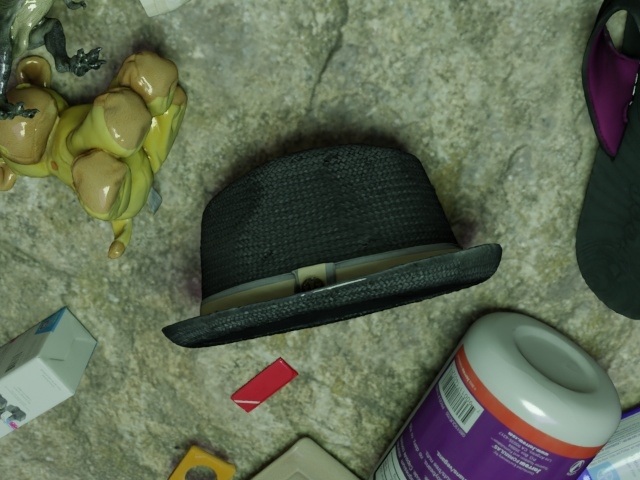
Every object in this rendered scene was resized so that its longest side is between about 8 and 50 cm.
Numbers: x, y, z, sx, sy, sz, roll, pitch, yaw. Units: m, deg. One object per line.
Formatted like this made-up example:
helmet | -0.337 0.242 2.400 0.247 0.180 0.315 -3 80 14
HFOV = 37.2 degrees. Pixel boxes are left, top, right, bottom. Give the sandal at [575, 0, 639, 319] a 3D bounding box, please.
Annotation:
sandal | 0.301 -0.116 0.849 0.107 0.167 0.446 -15 122 -28

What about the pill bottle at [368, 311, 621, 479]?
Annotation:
pill bottle | 0.170 0.248 1.045 0.181 0.181 0.323 25 116 -9

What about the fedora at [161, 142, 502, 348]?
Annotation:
fedora | 0.000 0.000 0.922 0.334 0.334 0.153 -13 82 10

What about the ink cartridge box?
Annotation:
ink cartridge box | -0.348 0.163 1.070 0.181 0.104 0.062 -30 111 18

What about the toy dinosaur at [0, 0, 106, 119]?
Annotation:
toy dinosaur | -0.267 -0.172 0.844 0.268 0.064 0.118 -45 71 15

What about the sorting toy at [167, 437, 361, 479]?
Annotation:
sorting toy | -0.030 0.344 1.181 0.196 0.047 0.347 -42 111 14

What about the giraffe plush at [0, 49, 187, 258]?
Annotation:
giraffe plush | -0.241 -0.101 0.920 0.170 0.181 0.210 22 151 3

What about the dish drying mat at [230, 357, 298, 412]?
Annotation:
dish drying mat | -0.066 0.171 1.114 0.083 0.008 0.032 -39 108 20

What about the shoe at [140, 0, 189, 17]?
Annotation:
shoe | -0.181 -0.291 0.817 0.058 0.076 0.219 -28 118 11

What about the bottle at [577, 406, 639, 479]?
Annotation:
bottle | 0.412 0.230 1.072 0.282 0.092 0.118 -28 111 16
